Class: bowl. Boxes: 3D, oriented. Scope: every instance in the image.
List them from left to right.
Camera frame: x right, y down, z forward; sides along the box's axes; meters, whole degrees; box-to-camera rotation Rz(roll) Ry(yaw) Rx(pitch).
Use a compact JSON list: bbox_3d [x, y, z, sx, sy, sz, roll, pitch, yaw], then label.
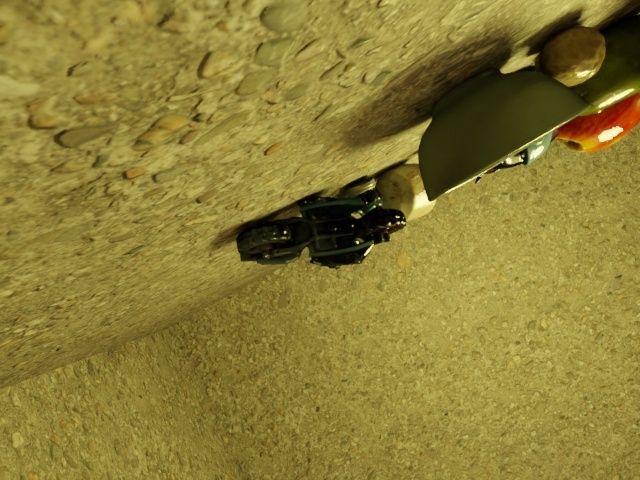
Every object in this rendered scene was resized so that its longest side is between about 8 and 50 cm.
[{"bbox_3d":[0.284,-0.201,0.710,0.289,0.146,0.289,-30,175,-3],"label":"bowl"}]

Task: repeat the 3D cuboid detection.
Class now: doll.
[{"bbox_3d":[0.475,-0.259,1.068,0.314,0.177,0.141,-27,-160,11],"label":"doll"}]

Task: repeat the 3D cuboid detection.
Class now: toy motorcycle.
[{"bbox_3d":[0.000,0.000,0.985,0.417,0.172,0.232,-10,168,-21],"label":"toy motorcycle"}]

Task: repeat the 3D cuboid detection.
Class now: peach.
[{"bbox_3d":[0.880,-0.425,1.301,0.238,0.280,0.281,25,145,-26],"label":"peach"}]

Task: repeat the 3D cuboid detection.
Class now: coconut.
[{"bbox_3d":[0.254,-0.143,1.156,0.183,0.170,0.171,-23,174,-27],"label":"coconut"}]

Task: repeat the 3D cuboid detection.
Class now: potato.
[{"bbox_3d":[0.626,-0.366,0.860,0.253,0.148,0.186,-37,155,29],"label":"potato"}]

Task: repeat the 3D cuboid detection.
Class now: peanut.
[{"bbox_3d":[0.440,-0.319,0.715,0.104,0.085,0.228,1,-166,34],"label":"peanut"}]

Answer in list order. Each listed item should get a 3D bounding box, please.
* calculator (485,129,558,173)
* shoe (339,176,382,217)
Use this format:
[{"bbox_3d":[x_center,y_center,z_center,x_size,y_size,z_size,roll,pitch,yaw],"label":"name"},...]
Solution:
[{"bbox_3d":[0.534,-0.293,1.201,0.294,0.194,0.043,-29,135,-6],"label":"calculator"},{"bbox_3d":[0.115,-0.100,1.116,0.092,0.106,0.207,-28,179,-9],"label":"shoe"}]
